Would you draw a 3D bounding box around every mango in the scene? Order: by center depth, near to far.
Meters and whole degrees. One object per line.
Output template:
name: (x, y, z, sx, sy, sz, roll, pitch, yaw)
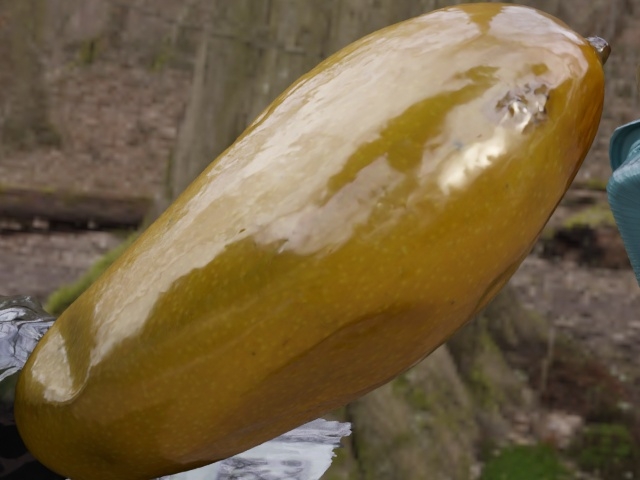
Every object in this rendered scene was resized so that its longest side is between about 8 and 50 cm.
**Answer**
mango: (0.000, 0.000, 0.384, 0.190, 0.075, 0.098, -35, 14, -8)

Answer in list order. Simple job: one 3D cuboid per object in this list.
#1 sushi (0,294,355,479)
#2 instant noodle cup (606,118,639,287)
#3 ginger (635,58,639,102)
sushi: (-0.188, 0.059, 0.441, 0.339, 0.068, 0.320, 6, 16, 20)
instant noodle cup: (0.251, -0.007, 0.843, 0.179, 0.157, 0.070, -16, 5, 43)
ginger: (0.173, -0.090, 0.483, 0.080, 0.104, 0.204, 12, 37, 36)
